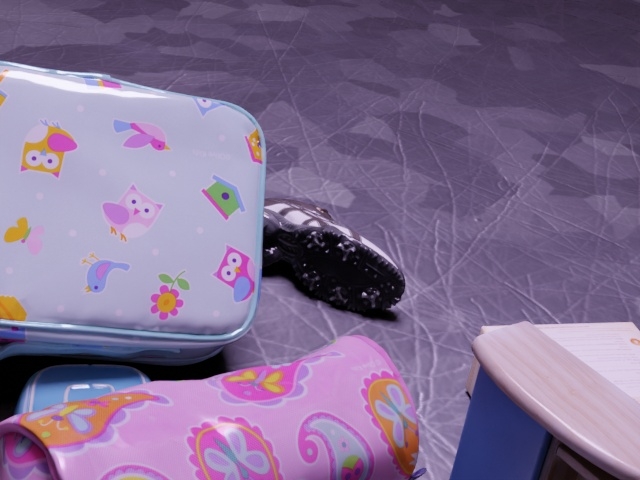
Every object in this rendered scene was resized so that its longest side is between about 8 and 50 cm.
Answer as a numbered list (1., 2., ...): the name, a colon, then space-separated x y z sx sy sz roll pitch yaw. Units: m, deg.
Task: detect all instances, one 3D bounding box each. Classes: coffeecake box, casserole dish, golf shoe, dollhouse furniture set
1. coffeecake box: 0.215 0.143 0.841 0.142 0.068 0.185 0 30 -16
2. casserole dish: -0.163 0.143 0.768 0.114 0.037 0.188 1 31 -13
3. golf shoe: 0.000 0.000 1.026 0.198 0.077 0.094 23 32 20
4. dollhouse furniture set: 0.054 0.215 0.538 0.303 0.198 0.286 -14 36 -34

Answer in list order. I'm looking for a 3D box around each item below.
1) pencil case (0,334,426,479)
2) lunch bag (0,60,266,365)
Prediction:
1. pencil case: -0.065 0.141 0.686 0.284 0.124 0.124 -8 33 -42
2. lunch bag: -0.186 -0.011 0.845 0.279 0.224 0.108 7 -15 -21
